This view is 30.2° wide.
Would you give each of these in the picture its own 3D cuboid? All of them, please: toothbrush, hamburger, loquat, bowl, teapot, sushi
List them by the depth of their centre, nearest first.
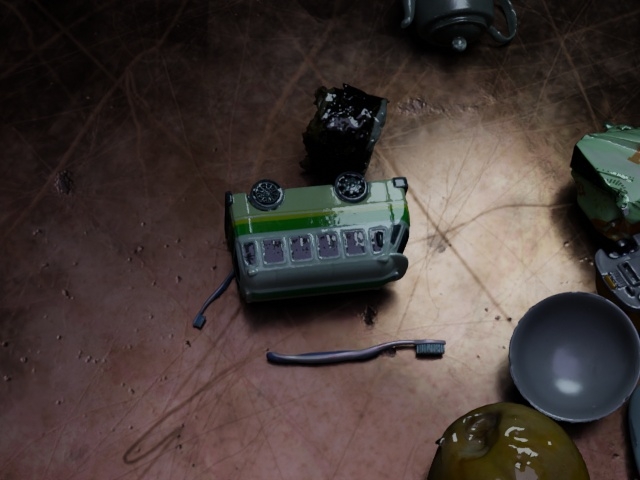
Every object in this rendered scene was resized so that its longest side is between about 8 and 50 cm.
[{"bbox_3d":[0.257,0.342,1.596,0.244,0.244,0.243,1,66,-1],"label":"loquat"},{"bbox_3d":[0.371,0.174,1.729,0.189,0.086,0.189,-3,78,13],"label":"bowl"},{"bbox_3d":[0.054,0.166,1.770,0.269,0.021,0.027,-4,61,-2],"label":"toothbrush"},{"bbox_3d":[0.036,-0.175,1.812,0.115,0.212,0.147,19,85,1],"label":"sushi"},{"bbox_3d":[-0.149,0.065,1.814,0.017,0.014,0.162,21,66,23],"label":"toothbrush"},{"bbox_3d":[0.491,-0.103,1.842,0.214,0.125,0.235,-16,37,-22],"label":"hamburger"},{"bbox_3d":[0.227,-0.379,1.955,0.239,0.162,0.149,1,72,-33],"label":"teapot"}]

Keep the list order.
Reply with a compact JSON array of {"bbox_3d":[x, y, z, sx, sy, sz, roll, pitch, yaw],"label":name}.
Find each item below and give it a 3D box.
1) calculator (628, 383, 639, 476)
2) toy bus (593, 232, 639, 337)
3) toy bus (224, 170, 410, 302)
[{"bbox_3d":[0.531,0.271,1.677,0.186,0.041,0.298,-21,53,26],"label":"calculator"},{"bbox_3d":[0.512,0.061,1.761,0.210,0.136,0.126,-20,51,-10],"label":"toy bus"},{"bbox_3d":[0.000,0.000,1.776,0.276,0.133,0.164,-5,65,-7],"label":"toy bus"}]
